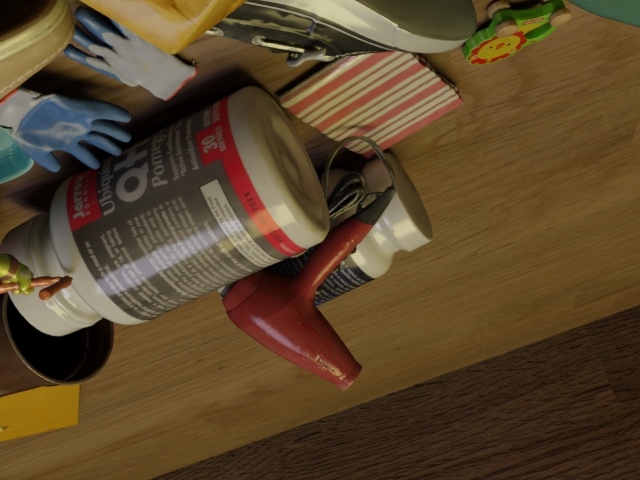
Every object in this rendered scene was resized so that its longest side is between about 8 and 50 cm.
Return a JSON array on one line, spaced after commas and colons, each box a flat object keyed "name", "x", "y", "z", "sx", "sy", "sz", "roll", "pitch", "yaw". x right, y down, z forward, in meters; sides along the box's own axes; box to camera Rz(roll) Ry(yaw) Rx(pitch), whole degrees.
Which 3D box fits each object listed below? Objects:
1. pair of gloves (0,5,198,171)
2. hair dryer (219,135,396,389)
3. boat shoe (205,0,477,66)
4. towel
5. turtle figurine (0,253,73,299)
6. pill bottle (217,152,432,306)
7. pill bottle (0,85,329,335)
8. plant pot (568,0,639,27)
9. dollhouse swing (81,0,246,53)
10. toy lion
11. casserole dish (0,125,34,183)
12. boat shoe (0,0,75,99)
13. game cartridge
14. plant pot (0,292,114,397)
[{"name": "pair of gloves", "x": -0.196, "y": -0.133, "z": 0.730, "sx": 0.198, "sy": 0.023, "sz": 0.159, "roll": -37, "pitch": 158, "yaw": 13}, {"name": "hair dryer", "x": -0.012, "y": 0.039, "z": 0.953, "sx": 0.223, "sy": 0.294, "sz": 0.080, "roll": -8, "pitch": -167, "yaw": 14}, {"name": "boat shoe", "x": -0.017, "y": -0.194, "z": 0.661, "sx": 0.306, "sy": 0.113, "sz": 0.105, "roll": -1, "pitch": 158, "yaw": -31}, {"name": "towel", "x": 0.060, "y": -0.160, "z": 0.912, "sx": 0.144, "sy": 0.029, "sz": 0.197, "roll": -29, "pitch": 153, "yaw": 24}, {"name": "turtle figurine", "x": -0.371, "y": 0.010, "z": 0.715, "sx": 0.217, "sy": 0.087, "sz": 0.269, "roll": -3, "pitch": 174, "yaw": 28}, {"name": "pill bottle", "x": 0.000, "y": 0.000, "z": 1.062, "sx": 0.264, "sy": 0.153, "sz": 0.153, "roll": -26, "pitch": 157, "yaw": 19}, {"name": "pill bottle", "x": -0.166, "y": -0.017, "z": 0.863, "sx": 0.318, "sy": 0.176, "sz": 0.176, "roll": -25, "pitch": 157, "yaw": 13}, {"name": "plant pot", "x": 0.209, "y": -0.265, "z": 0.570, "sx": 0.234, "sy": 0.166, "sz": 0.165, "roll": -6, "pitch": 155, "yaw": -39}, {"name": "dollhouse swing", "x": -0.055, "y": -0.330, "z": 0.384, "sx": 0.347, "sy": 0.305, "sz": 0.315, "roll": -40, "pitch": -169, "yaw": 41}, {"name": "toy lion", "x": 0.205, "y": -0.221, "z": 0.879, "sx": 0.100, "sy": 0.034, "sz": 0.096, "roll": -14, "pitch": 164, "yaw": -11}, {"name": "casserole dish", "x": -0.360, "y": -0.077, "z": 0.760, "sx": 0.188, "sy": 0.037, "sz": 0.114, "roll": -20, "pitch": 157, "yaw": 2}, {"name": "boat shoe", "x": -0.293, "y": -0.104, "z": 0.625, "sx": 0.302, "sy": 0.109, "sz": 0.098, "roll": -22, "pitch": 136, "yaw": 21}, {"name": "game cartridge", "x": -0.564, "y": 0.284, "z": 1.426, "sx": 0.285, "sy": 0.053, "sz": 0.324, "roll": -9, "pitch": 153, "yaw": -22}, {"name": "plant pot", "x": -0.386, "y": 0.125, "z": 1.062, "sx": 0.165, "sy": 0.167, "sz": 0.167, "roll": -23, "pitch": 159, "yaw": 29}]
